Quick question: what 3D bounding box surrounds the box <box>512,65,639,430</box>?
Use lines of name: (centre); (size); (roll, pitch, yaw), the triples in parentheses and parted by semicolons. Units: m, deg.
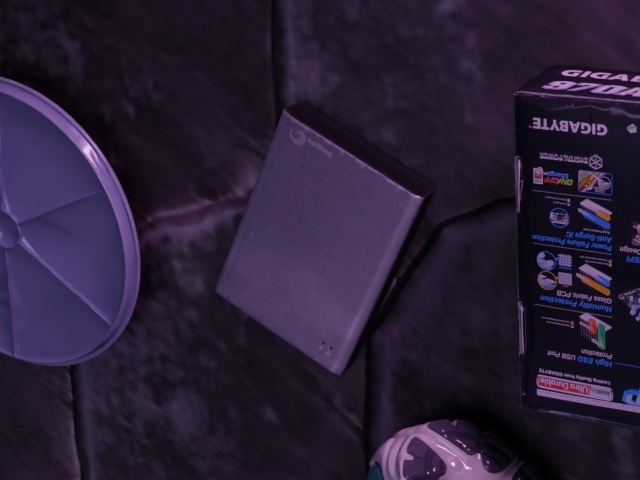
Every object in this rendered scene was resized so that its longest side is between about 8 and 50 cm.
box: (0.201, 0.013, 0.713); (0.220, 0.051, 0.175); (8, 115, 29)

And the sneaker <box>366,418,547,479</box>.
sneaker: (0.127, 0.219, 0.847); (0.275, 0.107, 0.110); (52, 148, 7)

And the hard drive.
hard drive: (0.000, 0.000, 0.853); (0.094, 0.022, 0.135); (34, 125, 15)

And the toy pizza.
toy pizza: (-0.194, -0.013, 0.964); (0.201, 0.032, 0.201); (14, 119, 26)
